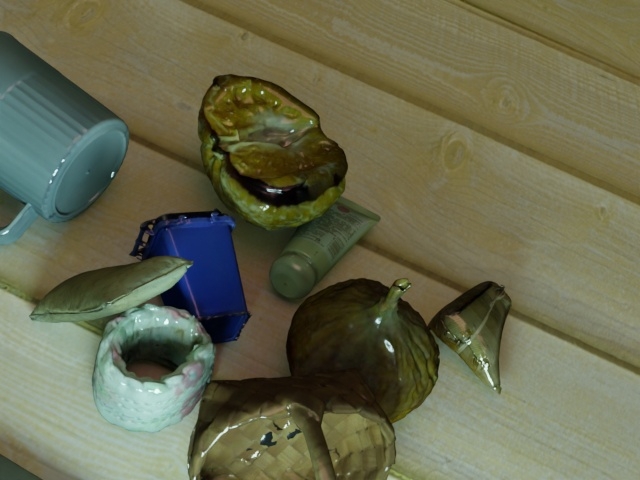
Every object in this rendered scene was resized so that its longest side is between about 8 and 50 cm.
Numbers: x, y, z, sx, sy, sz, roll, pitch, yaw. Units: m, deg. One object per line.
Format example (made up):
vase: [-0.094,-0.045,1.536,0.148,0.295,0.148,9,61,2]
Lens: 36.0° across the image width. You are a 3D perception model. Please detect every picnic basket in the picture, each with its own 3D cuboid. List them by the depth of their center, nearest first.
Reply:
picnic basket: [-0.029,0.374,1.511,0.337,0.293,0.337,5,29,-3]

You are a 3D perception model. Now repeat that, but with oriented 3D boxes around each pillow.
pillow: [-0.370,0.086,1.709,0.185,0.302,0.075,-31,104,-40]

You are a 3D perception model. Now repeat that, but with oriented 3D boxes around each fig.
fig: [0.103,0.164,1.719,0.286,0.369,0.286,11,56,-17]

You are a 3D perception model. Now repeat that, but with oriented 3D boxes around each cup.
cup: [-0.577,-0.195,1.876,0.311,0.257,0.331,34,47,11]

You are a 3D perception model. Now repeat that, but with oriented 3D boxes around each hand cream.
hand cream: [0.000,0.000,2.007,0.147,0.093,0.306,26,45,13]

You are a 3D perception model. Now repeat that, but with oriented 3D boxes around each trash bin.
trash bin: [-0.236,0.071,1.827,0.184,0.162,0.235,-5,59,-27]

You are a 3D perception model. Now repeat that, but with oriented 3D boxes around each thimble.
thimble: [-0.282,0.218,1.684,0.210,0.149,0.185,-2,48,-21]

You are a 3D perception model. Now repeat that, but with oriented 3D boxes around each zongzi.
zongzi: [0.335,0.188,1.954,0.194,0.099,0.197,-32,76,-37]

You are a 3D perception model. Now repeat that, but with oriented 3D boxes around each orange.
orange: [-0.107,-0.161,2.028,0.270,0.210,0.369,-16,56,-22]

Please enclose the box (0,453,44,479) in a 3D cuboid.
box: [-0.529,0.422,1.377,0.367,0.090,0.373,30,19,7]
